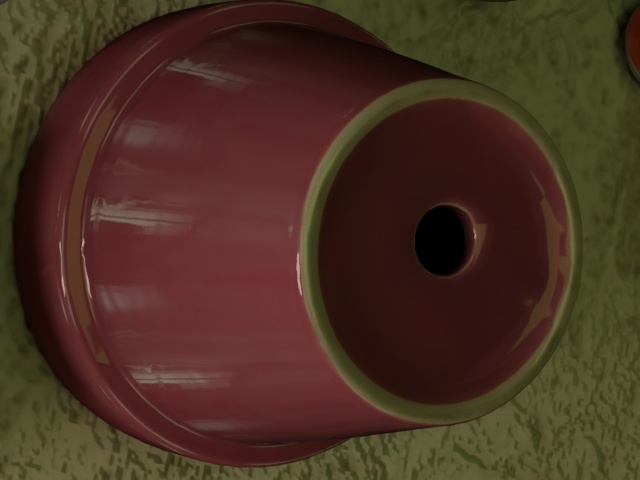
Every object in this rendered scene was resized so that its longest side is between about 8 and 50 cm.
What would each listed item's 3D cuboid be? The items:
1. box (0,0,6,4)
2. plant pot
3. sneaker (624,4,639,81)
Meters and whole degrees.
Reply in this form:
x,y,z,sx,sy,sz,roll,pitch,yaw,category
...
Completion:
x,y,z,sx,sy,sz,roll,pitch,yaw,category
-0.163,-0.155,0.717,0.081,0.028,0.136,-20,105,-29,box
0.000,0.000,0.737,0.201,0.180,0.201,-2,94,-31,plant pot
0.230,-0.079,0.941,0.158,0.065,0.061,18,83,-31,sneaker
